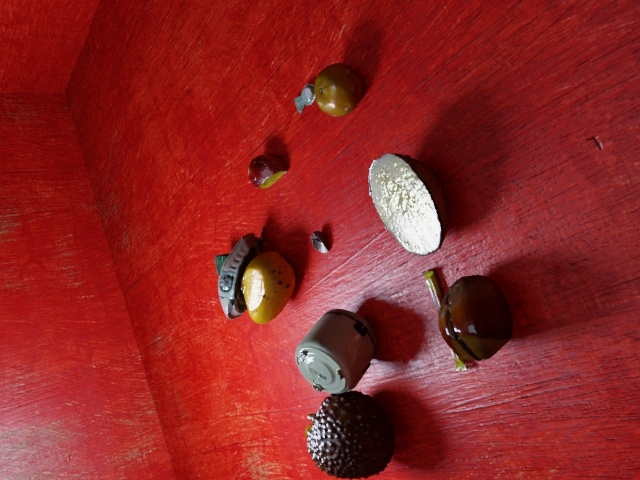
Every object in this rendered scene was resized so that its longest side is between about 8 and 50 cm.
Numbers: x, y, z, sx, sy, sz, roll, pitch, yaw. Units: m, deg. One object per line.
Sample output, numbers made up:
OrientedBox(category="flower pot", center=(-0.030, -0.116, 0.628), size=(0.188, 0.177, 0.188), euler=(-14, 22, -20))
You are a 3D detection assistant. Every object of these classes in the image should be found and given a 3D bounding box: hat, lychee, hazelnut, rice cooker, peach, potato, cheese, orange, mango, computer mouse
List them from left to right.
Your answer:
OrientedBox(category="computer mouse", center=(-0.302, 0.109, 2.098), size=(0.115, 0.199, 0.388), euler=(8, 67, 18))
OrientedBox(category="peach", center=(-0.201, -0.254, 2.032), size=(0.172, 0.093, 0.127), euler=(6, 100, 51))
OrientedBox(category="mango", center=(-0.186, 0.173, 2.030), size=(0.160, 0.191, 0.290), euler=(28, 116, 34))
OrientedBox(category="cheese", center=(-0.049, -0.479, 1.851), size=(0.121, 0.026, 0.067), euler=(-31, 74, 49))
OrientedBox(category="hat", center=(0.002, 0.001, 1.897), size=(0.058, 0.042, 0.087), euler=(-6, 128, 53))
OrientedBox(category="orange", center=(0.048, -0.452, 1.667), size=(0.156, 0.124, 0.156), euler=(9, 102, 47))
OrientedBox(category="rice cooker", center=(0.056, 0.347, 1.756), size=(0.226, 0.244, 0.226), euler=(18, 130, 22))
OrientedBox(category="lychee", center=(0.090, 0.614, 1.751), size=(0.304, 0.276, 0.275), euler=(16, 111, 25))
OrientedBox(category="potato", center=(0.255, -0.109, 1.512), size=(0.239, 0.116, 0.299), euler=(-33, 85, 56))
OrientedBox(category="hazelnut", center=(0.378, 0.193, 1.384), size=(0.181, 0.181, 0.212), euler=(47, 144, 7))

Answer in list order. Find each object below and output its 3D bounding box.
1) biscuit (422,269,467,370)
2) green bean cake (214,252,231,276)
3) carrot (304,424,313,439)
OrientedBox(category="biscuit", center=(0.348, 0.220, 1.543), size=(0.048, 0.026, 0.291), euler=(141, 113, -68))
OrientedBox(category="green bean cake", center=(-0.345, 0.145, 2.282), size=(0.208, 0.107, 0.193), euler=(1, 102, 51))
OrientedBox(category="carrot", center=(0.064, 0.748, 1.975), size=(0.314, 0.066, 0.066), euler=(16, 110, 44))
